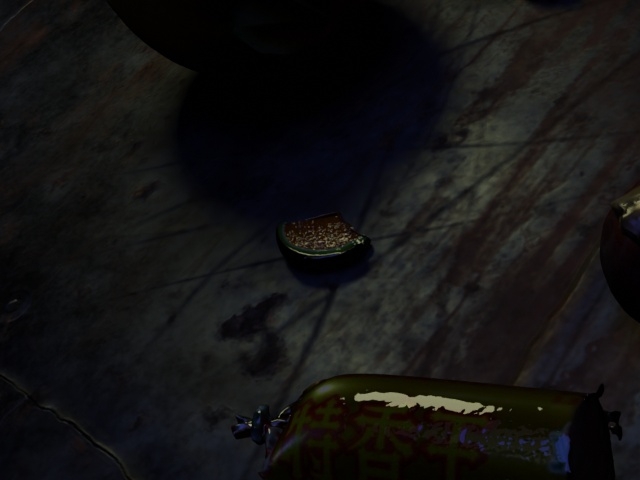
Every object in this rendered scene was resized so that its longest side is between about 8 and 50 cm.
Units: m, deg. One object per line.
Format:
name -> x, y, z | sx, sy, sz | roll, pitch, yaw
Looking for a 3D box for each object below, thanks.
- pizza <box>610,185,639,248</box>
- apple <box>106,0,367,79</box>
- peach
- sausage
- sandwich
pizza -> 0.387, 0.068, 0.721 | 0.408, 0.114, 0.278 | 13, 83, 14
apple -> -0.106, -0.376, 1.269 | 0.374, 0.384, 0.374 | -12, 37, 9
peach -> 0.301, 0.012, 0.877 | 0.152, 0.152, 0.152 | -15, 43, 14
sausage -> 0.069, 0.158, 0.846 | 0.317, 0.117, 0.125 | 4, 56, 30
sandwich -> 0.002, 0.002, 1.110 | 0.101, 0.026, 0.069 | -11, 40, 13
